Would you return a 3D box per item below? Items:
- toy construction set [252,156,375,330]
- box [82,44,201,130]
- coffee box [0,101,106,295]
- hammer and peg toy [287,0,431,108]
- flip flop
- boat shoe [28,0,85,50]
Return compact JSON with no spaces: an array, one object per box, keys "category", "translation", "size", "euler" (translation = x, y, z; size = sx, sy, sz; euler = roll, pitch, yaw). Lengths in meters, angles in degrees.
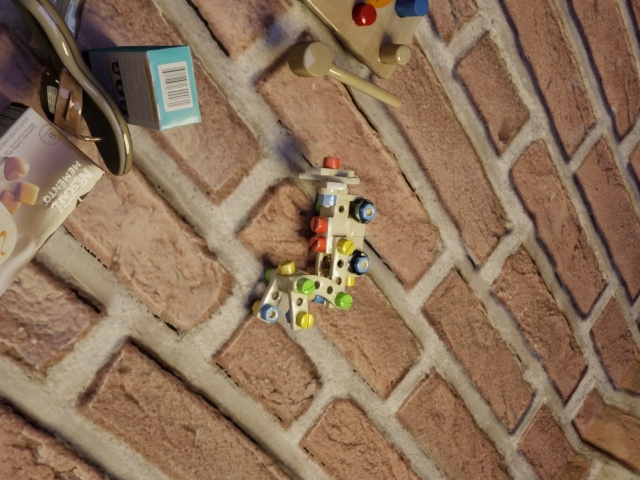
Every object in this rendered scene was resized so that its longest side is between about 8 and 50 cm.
[{"category":"toy construction set","translation":[0.000,0.000,1.278],"size":[0.215,0.151,0.328],"euler":[1,112,-37]},{"category":"box","translation":[-0.252,-0.215,0.955],"size":[0.060,0.244,0.101],"euler":[-19,113,-32]},{"category":"coffee box","translation":[-0.439,-0.051,0.951],"size":[0.246,0.098,0.141],"euler":[-53,127,-14]},{"category":"hammer and peg toy","translation":[0.076,-0.412,1.229],"size":[0.266,0.127,0.361],"euler":[33,82,-40]},{"category":"flip flop","translation":[-0.343,-0.203,0.929],"size":[0.080,0.112,0.277],"euler":[-41,127,-24]},{"category":"boat shoe","translation":[-0.360,-0.352,0.957],"size":[0.072,0.068,0.190],"euler":[12,95,-27]}]
